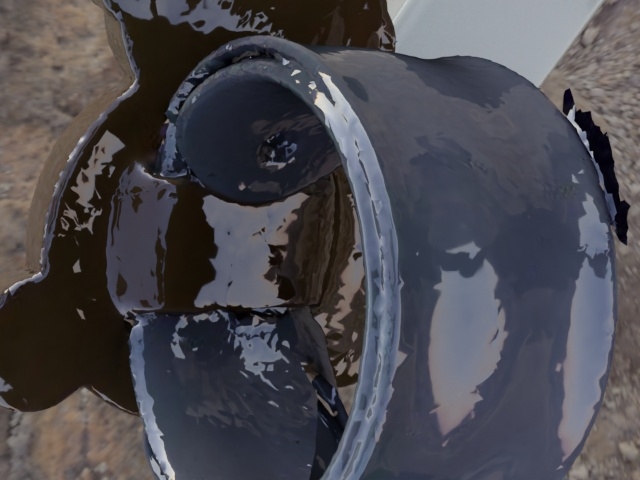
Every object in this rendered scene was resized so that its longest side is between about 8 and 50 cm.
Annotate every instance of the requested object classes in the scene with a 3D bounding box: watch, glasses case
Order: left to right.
[{"bbox_3d":[0.000,0.000,0.750,0.327,0.314,0.335,20,104,52],"label":"watch"},{"bbox_3d":[0.137,-0.199,0.950,0.131,0.070,0.313,25,114,-22],"label":"glasses case"}]

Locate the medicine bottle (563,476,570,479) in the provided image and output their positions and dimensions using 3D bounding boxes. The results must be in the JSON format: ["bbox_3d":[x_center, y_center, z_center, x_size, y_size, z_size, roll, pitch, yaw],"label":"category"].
[{"bbox_3d":[0.105,0.306,0.808,0.190,0.332,0.190,3,115,7],"label":"medicine bottle"}]
